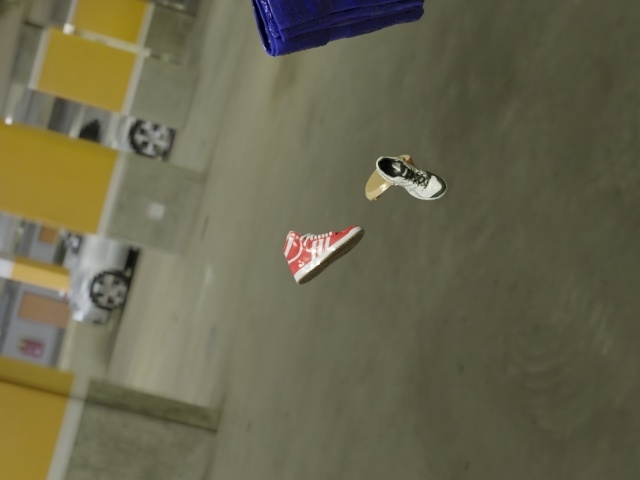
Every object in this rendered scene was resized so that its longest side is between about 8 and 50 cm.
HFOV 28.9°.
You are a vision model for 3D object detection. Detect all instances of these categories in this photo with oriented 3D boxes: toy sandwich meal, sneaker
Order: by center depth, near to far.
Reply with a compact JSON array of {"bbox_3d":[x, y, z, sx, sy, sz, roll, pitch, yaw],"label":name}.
[{"bbox_3d":[0.097,-0.068,1.348,0.032,0.083,0.037,-69,-17,-2],"label":"sneaker"},{"bbox_3d":[0.000,0.000,1.676,0.118,0.042,0.067,-37,68,16],"label":"sneaker"},{"bbox_3d":[0.100,-0.088,1.791,0.085,0.029,0.085,-42,21,20],"label":"toy sandwich meal"}]

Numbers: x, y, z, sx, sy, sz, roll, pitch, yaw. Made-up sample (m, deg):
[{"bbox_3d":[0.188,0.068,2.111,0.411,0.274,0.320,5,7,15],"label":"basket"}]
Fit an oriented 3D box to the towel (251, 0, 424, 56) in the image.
[{"bbox_3d":[0.019,-0.436,2.006,0.076,0.308,0.228,-15,94,60],"label":"towel"}]
